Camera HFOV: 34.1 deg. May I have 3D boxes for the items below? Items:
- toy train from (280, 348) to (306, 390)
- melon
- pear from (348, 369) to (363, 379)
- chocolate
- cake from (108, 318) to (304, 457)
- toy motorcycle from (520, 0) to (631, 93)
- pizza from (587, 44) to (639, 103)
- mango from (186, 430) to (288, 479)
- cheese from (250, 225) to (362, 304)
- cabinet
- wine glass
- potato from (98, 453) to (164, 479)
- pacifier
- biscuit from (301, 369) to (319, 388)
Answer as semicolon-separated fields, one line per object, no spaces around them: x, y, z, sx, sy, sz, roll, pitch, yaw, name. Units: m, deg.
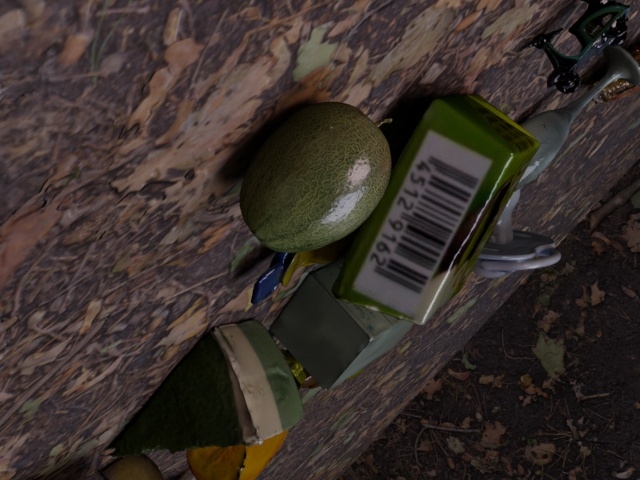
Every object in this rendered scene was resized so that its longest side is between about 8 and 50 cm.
-0.080;0.238;1.717;0.127;0.089;0.219;-39;-176;31;toy train
0.001;-0.070;1.105;0.192;0.139;0.139;-42;165;-4;melon
0.035;0.220;2.015;0.131;0.107;0.107;1;136;-45;pear
0.171;-0.045;1.444;0.301;0.137;0.289;-62;167;17;chocolate
-0.165;0.278;1.563;0.283;0.172;0.158;-47;162;19;cake
0.379;-0.297;1.526;0.173;0.100;0.058;-47;164;3;toy motorcycle
0.614;-0.335;2.028;0.305;0.086;0.161;-25;178;-44;pizza
-0.136;0.344;1.874;0.187;0.138;0.257;-62;165;6;mango
0.000;0.000;1.418;0.250;0.064;0.156;-38;163;-29;cheese
0.058;0.120;1.732;0.206;0.145;0.150;-24;156;-50;cabinet
0.485;-0.161;1.833;0.309;0.264;0.096;-42;158;-5;wine glass
-0.290;0.426;1.747;0.100;0.120;0.261;-43;166;-25;potato
0.391;-0.033;2.178;0.279;0.227;0.207;-18;111;-58;pacifier
0.068;0.208;2.182;0.278;0.043;0.301;-20;152;-56;biscuit
